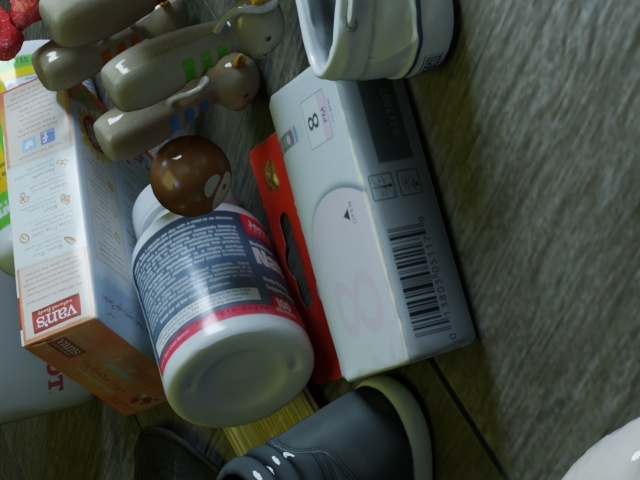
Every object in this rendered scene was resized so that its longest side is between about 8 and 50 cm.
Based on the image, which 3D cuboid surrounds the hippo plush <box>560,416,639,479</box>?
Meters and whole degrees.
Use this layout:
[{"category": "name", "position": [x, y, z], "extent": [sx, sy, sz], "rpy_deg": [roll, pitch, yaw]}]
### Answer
[{"category": "hippo plush", "position": [0.204, 0.144, 0.346], "extent": [0.236, 0.234, 0.294], "rpy_deg": [8, 107, 61]}]

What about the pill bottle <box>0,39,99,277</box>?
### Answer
[{"category": "pill bottle", "position": [-0.249, -0.048, 1.209], "extent": [0.136, 0.136, 0.246], "rpy_deg": [-45, 62, 58]}]

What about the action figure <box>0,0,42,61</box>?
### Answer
[{"category": "action figure", "position": [-0.233, -0.272, 0.967], "extent": [0.091, 0.139, 0.281], "rpy_deg": [155, 128, -68]}]

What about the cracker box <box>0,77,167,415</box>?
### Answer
[{"category": "cracker box", "position": [-0.176, 0.002, 1.025], "extent": [0.156, 0.067, 0.232], "rpy_deg": [51, -159, -56]}]

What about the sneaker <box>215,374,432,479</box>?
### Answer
[{"category": "sneaker", "position": [-0.001, 0.244, 0.860], "extent": [0.104, 0.146, 0.296], "rpy_deg": [21, 120, 56]}]

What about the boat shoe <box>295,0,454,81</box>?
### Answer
[{"category": "boat shoe", "position": [0.005, -0.215, 0.725], "extent": [0.095, 0.084, 0.258], "rpy_deg": [-24, 79, 62]}]

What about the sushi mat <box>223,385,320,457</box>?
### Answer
[{"category": "sushi mat", "position": [-0.059, 0.110, 1.047], "extent": [0.317, 0.019, 0.151], "rpy_deg": [57, 147, 34]}]

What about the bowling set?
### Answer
[{"category": "bowling set", "position": [-0.086, -0.124, 0.897], "extent": [0.200, 0.154, 0.287], "rpy_deg": [60, 161, 3]}]

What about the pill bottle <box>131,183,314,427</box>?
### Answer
[{"category": "pill bottle", "position": [-0.079, 0.035, 0.952], "extent": [0.108, 0.107, 0.180], "rpy_deg": [105, 152, -41]}]

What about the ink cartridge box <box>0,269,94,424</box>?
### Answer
[{"category": "ink cartridge box", "position": [-0.444, 0.056, 1.343], "extent": [0.166, 0.394, 0.286], "rpy_deg": [40, 135, 52]}]

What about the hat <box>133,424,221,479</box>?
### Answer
[{"category": "hat", "position": [-0.159, 0.330, 1.206], "extent": [0.331, 0.133, 0.331], "rpy_deg": [32, 127, 54]}]

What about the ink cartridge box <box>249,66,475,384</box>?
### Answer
[{"category": "ink cartridge box", "position": [0.000, 0.000, 0.859], "extent": [0.232, 0.066, 0.189], "rpy_deg": [-26, 78, 58]}]
